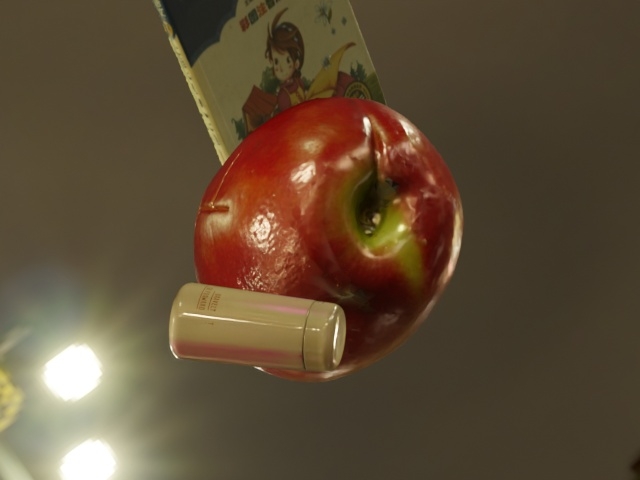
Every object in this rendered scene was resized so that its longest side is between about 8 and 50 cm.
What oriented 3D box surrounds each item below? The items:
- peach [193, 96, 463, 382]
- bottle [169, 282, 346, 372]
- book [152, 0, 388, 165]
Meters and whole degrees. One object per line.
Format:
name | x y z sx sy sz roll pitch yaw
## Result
peach | 0.000 0.000 1.446 0.190 0.196 0.226 -23 -2 -25
bottle | -0.036 0.050 1.129 0.045 0.096 0.045 5 -90 -76
book | -0.046 -0.185 1.780 0.228 0.018 0.322 -48 -53 -40
